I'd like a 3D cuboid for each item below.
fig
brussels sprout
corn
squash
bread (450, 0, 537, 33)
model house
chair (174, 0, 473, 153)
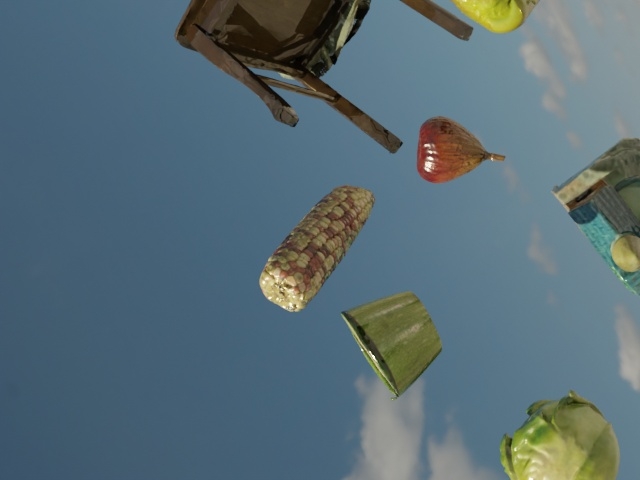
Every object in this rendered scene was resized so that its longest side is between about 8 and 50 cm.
[{"bbox_3d":[0.234,-0.145,1.782,0.153,0.119,0.119,33,-158,10],"label":"fig"},{"bbox_3d":[0.511,0.456,2.158,0.227,0.259,0.294,23,-124,-1],"label":"brussels sprout"},{"bbox_3d":[0.000,0.000,1.447,0.086,0.086,0.253,54,-133,-19],"label":"corn"},{"bbox_3d":[0.120,0.164,1.651,0.170,0.123,0.170,58,169,18],"label":"squash"},{"bbox_3d":[0.298,-0.446,1.704,0.166,0.112,0.383,48,-148,-6],"label":"bread"},{"bbox_3d":[0.578,-0.022,1.808,0.267,0.194,0.325,52,-165,-3],"label":"model house"},{"bbox_3d":[-0.038,-0.229,0.919,0.186,0.160,0.319,9,-151,-51],"label":"chair"}]
